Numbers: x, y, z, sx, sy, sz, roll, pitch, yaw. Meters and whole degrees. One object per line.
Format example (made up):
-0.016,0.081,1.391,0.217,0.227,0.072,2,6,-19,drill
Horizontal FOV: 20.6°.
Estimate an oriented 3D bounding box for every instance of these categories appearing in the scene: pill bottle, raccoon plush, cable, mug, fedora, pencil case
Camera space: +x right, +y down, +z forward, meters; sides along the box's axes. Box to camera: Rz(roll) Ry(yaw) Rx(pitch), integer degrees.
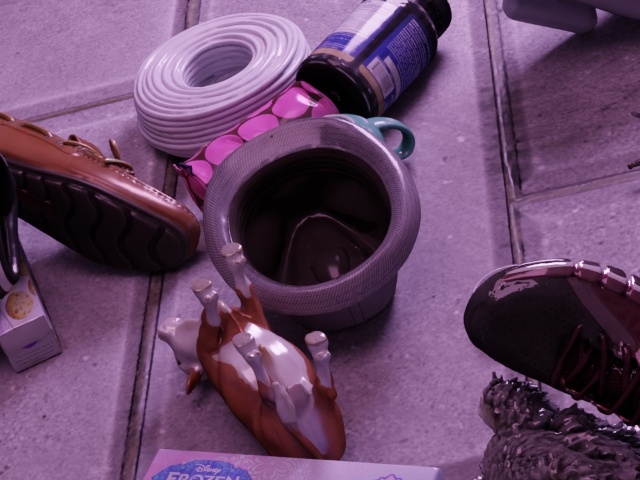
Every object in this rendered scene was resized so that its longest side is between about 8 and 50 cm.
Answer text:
0.076,-0.247,2.297,0.123,0.122,0.219,13,48,37,pill bottle
0.308,0.165,1.495,0.446,0.299,0.216,-43,40,-23,raccoon plush
-0.132,-0.210,2.378,0.257,0.089,0.257,-10,38,14,cable
0.026,-0.102,2.157,0.129,0.097,0.157,6,44,31,mug
0.000,0.000,2.014,0.244,0.124,0.275,-30,48,-7,fedora
-0.078,-0.117,2.218,0.209,0.095,0.098,-36,53,-17,pencil case

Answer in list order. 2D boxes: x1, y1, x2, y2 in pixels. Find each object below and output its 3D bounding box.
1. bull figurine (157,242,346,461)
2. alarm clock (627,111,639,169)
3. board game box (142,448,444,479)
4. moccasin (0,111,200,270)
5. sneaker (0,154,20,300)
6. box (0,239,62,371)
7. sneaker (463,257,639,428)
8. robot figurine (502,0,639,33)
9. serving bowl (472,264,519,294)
-0.074,0.126,1.859,0.101,0.188,0.310,-29,42,-22,bull figurine
0.452,-0.127,2.016,0.192,0.064,0.129,0,41,21,alarm clock
-0.070,0.340,1.666,0.319,0.066,0.318,0,41,25,board game box
-0.308,-0.070,2.226,0.380,0.139,0.147,18,41,28,moccasin
-0.521,-0.066,2.145,0.257,0.169,0.447,-40,72,-6,sneaker
-0.394,0.043,2.205,0.067,0.063,0.324,-24,36,-6,box
0.250,0.110,1.348,0.281,0.106,0.162,13,31,-7,sneaker
0.336,-0.400,2.222,0.353,0.300,0.200,16,23,-13,robot figurine
0.208,0.064,1.916,0.083,0.027,0.083,-14,36,10,serving bowl
